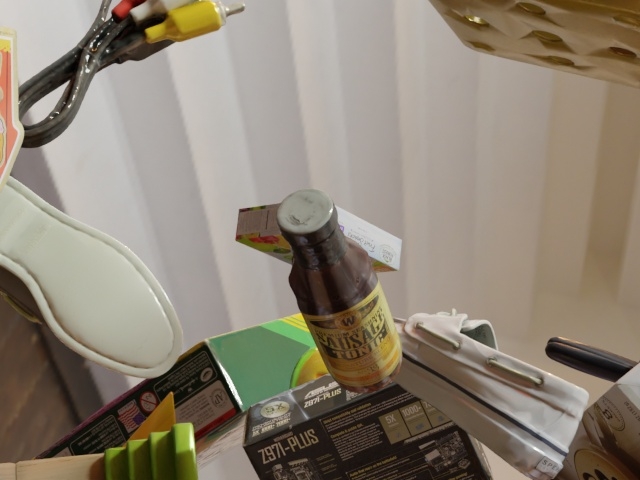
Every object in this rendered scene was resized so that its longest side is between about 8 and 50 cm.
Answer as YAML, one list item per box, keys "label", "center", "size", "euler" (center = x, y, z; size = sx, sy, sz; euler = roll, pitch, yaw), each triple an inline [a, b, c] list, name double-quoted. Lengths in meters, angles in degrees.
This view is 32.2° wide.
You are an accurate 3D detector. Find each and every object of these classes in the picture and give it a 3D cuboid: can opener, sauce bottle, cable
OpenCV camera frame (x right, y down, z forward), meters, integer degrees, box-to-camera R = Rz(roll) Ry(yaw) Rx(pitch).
- label: "can opener"
  center: [0.364, 0.155, 1.344]
  size: [0.059, 0.186, 0.073]
  euler: [1, 104, -69]
- label: "sauce bottle"
  center: [0.008, 0.026, 0.520]
  size: [0.128, 0.042, 0.042]
  euler: [64, 38, -50]
- label: "cable"
  center: [-0.223, -0.212, 1.139]
  size: [0.287, 0.139, 0.072]
  euler: [-36, 158, -27]

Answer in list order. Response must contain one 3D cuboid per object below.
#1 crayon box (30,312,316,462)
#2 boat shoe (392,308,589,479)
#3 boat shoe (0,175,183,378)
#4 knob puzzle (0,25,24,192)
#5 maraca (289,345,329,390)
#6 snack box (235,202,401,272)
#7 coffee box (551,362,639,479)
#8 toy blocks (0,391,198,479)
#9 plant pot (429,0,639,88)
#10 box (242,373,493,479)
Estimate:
- label: "crayon box"
  center: [-0.166, 0.234, 1.445]
  size: [0.106, 0.363, 0.313]
  euler: [60, 26, 12]
- label: "boat shoe"
  center: [0.100, 0.090, 0.808]
  size: [0.076, 0.226, 0.083]
  euler: [-56, 140, -2]
- label: "boat shoe"
  center: [-0.259, 0.034, 1.104]
  size: [0.109, 0.305, 0.091]
  euler: [-50, 170, -18]
- label: "knob puzzle"
  center: [-0.318, -0.095, 0.961]
  size: [0.213, 0.030, 0.213]
  euler: [4, 90, -65]
- label: "maraca"
  center: [0.028, 0.191, 1.118]
  size: [0.099, 0.127, 0.186]
  euler: [-45, -133, 52]
- label: "snack box"
  center: [0.000, 0.000, 1.088]
  size: [0.141, 0.100, 0.037]
  euler: [25, 66, -49]
- label: "coffee box"
  center: [0.307, 0.199, 0.977]
  size: [0.119, 0.168, 0.297]
  euler: [-34, 163, -17]
- label: "toy blocks"
  center: [-0.222, 0.228, 0.713]
  size: [0.381, 0.261, 0.191]
  euler: [112, -28, -62]
- label: "plant pot"
  center: [0.160, -0.204, 0.640]
  size: [0.212, 0.212, 0.187]
  euler: [26, 83, -65]
- label: "box"
  center: [0.044, 0.188, 0.966]
  size: [0.077, 0.180, 0.147]
  euler: [-89, 154, -72]
